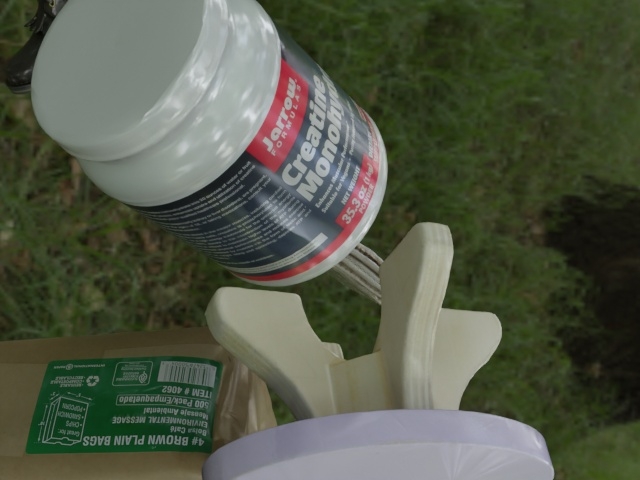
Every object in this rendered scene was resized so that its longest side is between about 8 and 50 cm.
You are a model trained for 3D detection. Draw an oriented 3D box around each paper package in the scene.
[{"bbox_3d":[-0.205,0.233,1.040,0.310,0.324,0.168,79,10,-49],"label":"paper package"}]

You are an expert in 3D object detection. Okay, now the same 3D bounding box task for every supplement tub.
[{"bbox_3d":[-0.082,-0.091,0.927,0.272,0.191,0.191,37,62,-51],"label":"supplement tub"}]

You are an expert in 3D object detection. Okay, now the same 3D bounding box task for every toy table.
[{"bbox_3d":[0.039,0.118,0.856,0.274,0.252,0.161,15,50,-34],"label":"toy table"}]

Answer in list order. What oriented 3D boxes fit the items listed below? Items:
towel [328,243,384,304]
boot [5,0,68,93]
[{"bbox_3d":[0.000,0.000,1.346,0.049,0.187,0.282,-53,-169,-3],"label":"towel"},{"bbox_3d":[-0.303,-0.311,1.186,0.263,0.091,0.229,-49,130,-5],"label":"boot"}]
